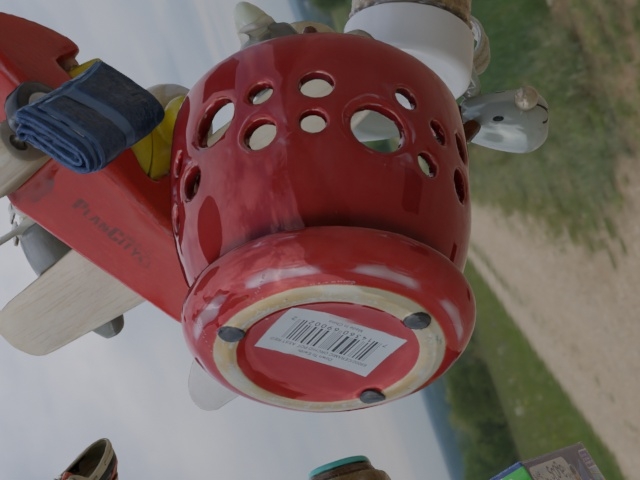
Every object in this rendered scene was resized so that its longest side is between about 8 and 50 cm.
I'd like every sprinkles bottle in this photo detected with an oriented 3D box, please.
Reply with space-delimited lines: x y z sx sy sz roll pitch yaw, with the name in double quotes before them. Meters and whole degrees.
"sprinkles bottle" 0.095 -0.307 1.112 0.121 0.121 0.355 60 -145 -66

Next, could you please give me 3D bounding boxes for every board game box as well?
"board game box" 0.199 0.224 0.878 0.136 0.035 0.201 60 -161 18

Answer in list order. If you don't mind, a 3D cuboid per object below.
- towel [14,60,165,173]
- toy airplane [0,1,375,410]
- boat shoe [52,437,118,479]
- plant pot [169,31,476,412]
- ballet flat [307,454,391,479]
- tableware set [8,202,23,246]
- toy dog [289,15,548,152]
"towel" -0.157 -0.086 0.811 0.067 0.029 0.119 32 -152 2
"toy airplane" -0.135 -0.038 1.056 0.272 0.386 0.384 -81 -8 -51
"boat shoe" -0.235 0.235 1.100 0.137 0.049 0.043 -39 -47 -61
"plant pot" 0.000 0.000 0.709 0.191 0.191 0.174 65 -161 -50
"ballet flat" 0.052 0.316 1.249 0.342 0.116 0.124 73 -179 -71
"tableware set" -0.366 -0.072 1.512 0.194 0.039 0.128 -137 64 -67
"toy dog" 0.085 -0.173 1.258 0.161 0.333 0.220 105 147 -63
